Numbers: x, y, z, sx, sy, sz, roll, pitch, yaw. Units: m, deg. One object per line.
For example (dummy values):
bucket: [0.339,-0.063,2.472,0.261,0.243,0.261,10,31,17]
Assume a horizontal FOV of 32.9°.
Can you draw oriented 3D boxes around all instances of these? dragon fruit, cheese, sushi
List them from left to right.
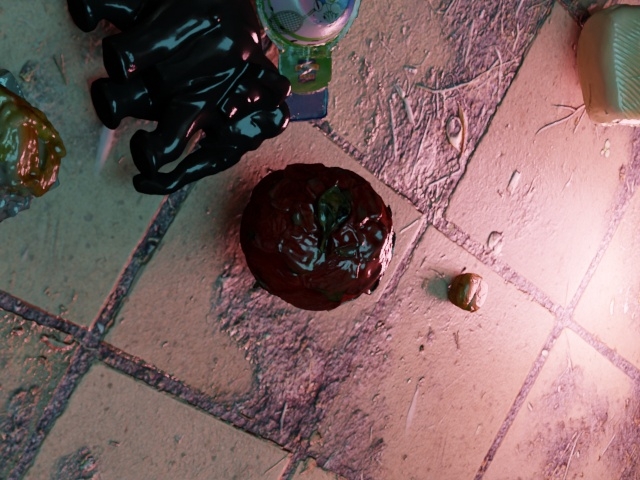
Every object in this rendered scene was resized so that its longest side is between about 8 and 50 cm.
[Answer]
sushi: [-0.458,-0.123,1.344,0.184,0.274,0.139,-61,157,-1]
cheese: [-0.017,-0.344,1.692,0.204,0.083,0.320,-10,109,-36]
dragon fruit: [0.000,0.000,1.718,0.244,0.244,0.299,-60,148,-7]

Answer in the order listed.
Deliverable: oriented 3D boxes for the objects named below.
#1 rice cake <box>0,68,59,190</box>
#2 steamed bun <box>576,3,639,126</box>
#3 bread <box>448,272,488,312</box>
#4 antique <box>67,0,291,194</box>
rice cake: [-0.407,-0.146,1.484,0.042,0.030,0.180,-31,120,-25]
steamed bun: [0.582,-0.339,2.132,0.170,0.152,0.239,-10,95,-28]
bread: [0.286,0.099,2.098,0.081,0.046,0.083,-45,126,-21]
antique: [-0.185,-0.240,1.530,0.255,0.185,0.322,-23,114,-29]
